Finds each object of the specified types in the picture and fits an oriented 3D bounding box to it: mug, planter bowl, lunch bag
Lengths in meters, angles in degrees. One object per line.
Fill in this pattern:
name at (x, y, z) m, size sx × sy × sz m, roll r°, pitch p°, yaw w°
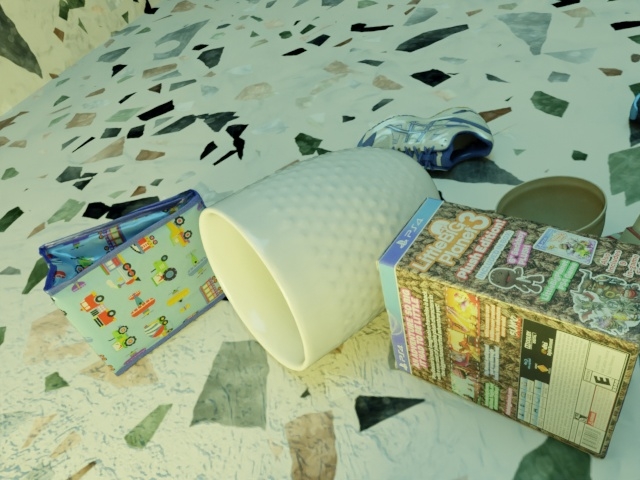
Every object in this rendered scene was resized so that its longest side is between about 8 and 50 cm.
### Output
mug at (0.000, 0.000, 0.865) m, size 0.328 × 0.276 × 0.374 m, roll -32°, pitch 12°, yaw -25°
planter bowl at (0.375, -0.015, 0.838) m, size 0.162 × 0.109 × 0.162 m, roll -18°, pitch 33°, yaw 12°
lunch bag at (-0.279, 0.056, 0.894) m, size 0.293 × 0.221 × 0.138 m, roll -28°, pitch 42°, yaw -13°

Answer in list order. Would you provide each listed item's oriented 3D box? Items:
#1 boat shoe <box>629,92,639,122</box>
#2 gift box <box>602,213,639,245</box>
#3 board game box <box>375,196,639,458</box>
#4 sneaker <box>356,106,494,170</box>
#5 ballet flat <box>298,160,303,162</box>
boat shoe at (0.764, -0.312, 1.076) m, size 0.258 × 0.109 × 0.089 m, roll -40°, pitch 51°, yaw -2°
gift box at (0.552, -0.005, 0.659) m, size 0.276 × 0.258 × 0.255 m, roll -6°, pitch 41°, yaw -11°
board game box at (0.243, 0.102, 0.666) m, size 0.290 × 0.232 × 0.141 m, roll 18°, pitch 50°, yaw 33°
sneaker at (0.221, -0.202, 1.103) m, size 0.296 × 0.112 × 0.131 m, roll -17°, pitch 41°, yaw 0°
ballet flat at (-0.019, -0.133, 1.130) m, size 0.230 × 0.077 × 0.077 m, roll 13°, pitch 49°, yaw 30°
